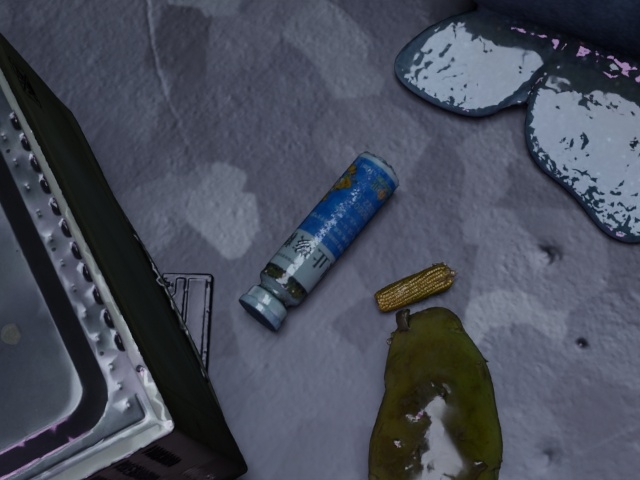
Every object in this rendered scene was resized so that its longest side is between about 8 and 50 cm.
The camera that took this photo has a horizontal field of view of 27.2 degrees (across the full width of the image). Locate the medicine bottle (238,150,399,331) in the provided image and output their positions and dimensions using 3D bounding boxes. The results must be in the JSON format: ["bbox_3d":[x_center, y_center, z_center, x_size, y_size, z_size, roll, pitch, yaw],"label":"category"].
[{"bbox_3d":[0.000,0.000,1.255,0.051,0.051,0.191,35,74,13],"label":"medicine bottle"}]

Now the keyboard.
[{"bbox_3d":[-0.130,0.103,1.242,0.053,0.010,0.155,2,70,2],"label":"keyboard"}]

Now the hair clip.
[{"bbox_3d":[0.254,-0.253,1.246,0.318,0.238,0.392,23,73,12],"label":"hair clip"}]

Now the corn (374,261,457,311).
[{"bbox_3d":[0.091,0.043,1.249,0.083,0.027,0.028,-21,54,-4],"label":"corn"}]

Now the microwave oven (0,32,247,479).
[{"bbox_3d":[-0.272,0.062,1.095,0.247,0.333,0.394,-29,72,1],"label":"microwave oven"}]

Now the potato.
[{"bbox_3d":[0.101,0.168,1.169,0.117,0.090,0.226,2,73,-2],"label":"potato"}]
